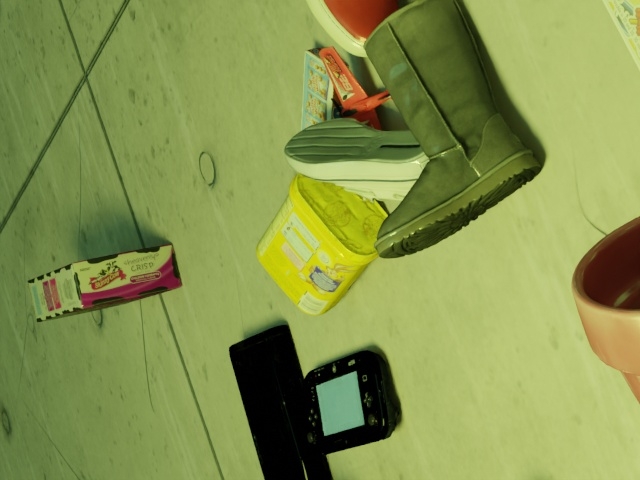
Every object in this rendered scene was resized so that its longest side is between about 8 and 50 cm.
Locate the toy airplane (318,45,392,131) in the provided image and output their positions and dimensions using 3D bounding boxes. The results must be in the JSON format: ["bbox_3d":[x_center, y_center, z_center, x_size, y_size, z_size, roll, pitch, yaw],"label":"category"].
[{"bbox_3d":[0.054,-0.149,1.619,0.151,0.028,0.151,43,151,31],"label":"toy airplane"}]

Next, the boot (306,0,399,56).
[{"bbox_3d":[0.044,-0.320,1.515,0.176,0.088,0.244,-45,59,56],"label":"boot"}]

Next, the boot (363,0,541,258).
[{"bbox_3d":[0.092,-0.110,1.452,0.208,0.189,0.076,60,-173,16],"label":"boot"}]

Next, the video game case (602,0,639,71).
[{"bbox_3d":[0.301,-0.186,1.157,0.227,0.026,0.206,67,150,19],"label":"video game case"}]

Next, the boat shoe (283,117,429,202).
[{"bbox_3d":[0.050,-0.071,1.583,0.226,0.083,0.076,13,140,51],"label":"boat shoe"}]

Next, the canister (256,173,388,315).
[{"bbox_3d":[0.000,0.000,1.721,0.126,0.073,0.170,49,148,9],"label":"canister"}]

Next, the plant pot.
[{"bbox_3d":[0.304,0.080,1.111,0.201,0.201,0.180,14,130,59],"label":"plant pot"}]

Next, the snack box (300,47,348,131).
[{"bbox_3d":[0.002,-0.125,1.738,0.064,0.022,0.178,40,135,48],"label":"snack box"}]

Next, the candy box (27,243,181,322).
[{"bbox_3d":[-0.326,0.065,2.278,0.233,0.159,0.071,-18,84,61],"label":"candy box"}]

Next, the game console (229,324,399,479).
[{"bbox_3d":[-0.008,0.197,1.873,0.361,0.044,0.213,-29,77,61],"label":"game console"}]
